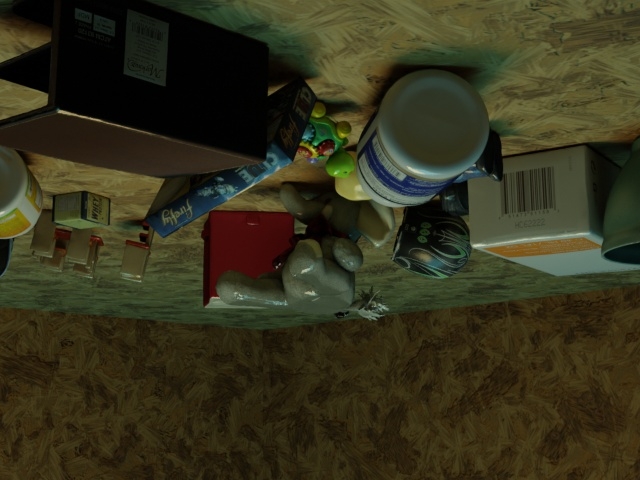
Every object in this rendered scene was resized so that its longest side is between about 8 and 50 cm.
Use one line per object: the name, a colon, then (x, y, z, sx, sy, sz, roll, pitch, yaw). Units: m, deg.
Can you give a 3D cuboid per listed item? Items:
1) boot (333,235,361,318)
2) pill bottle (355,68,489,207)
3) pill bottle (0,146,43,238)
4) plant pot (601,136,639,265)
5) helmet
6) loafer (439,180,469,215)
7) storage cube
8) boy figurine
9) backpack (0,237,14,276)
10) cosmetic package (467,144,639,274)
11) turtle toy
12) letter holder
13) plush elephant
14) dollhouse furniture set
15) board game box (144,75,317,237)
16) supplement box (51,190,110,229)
boot: (0.039, 0.060, 2.321, 0.091, 0.229, 0.263, -3, 169, 11)
pill bottle: (0.134, -0.135, 1.510, 0.153, 0.153, 0.265, 1, 170, -9)
pill bottle: (-0.553, -0.078, 1.798, 0.136, 0.136, 0.246, 0, 169, -6)
plant pot: (0.610, -0.076, 1.737, 0.293, 0.196, 0.293, -1, 169, 0)
helmet: (0.243, 0.005, 2.236, 0.161, 0.169, 0.169, 16, 169, 1)
loafer: (0.269, -0.089, 1.989, 0.078, 0.076, 0.223, -9, 172, 14)
storage cube: (-0.160, 0.047, 2.342, 0.215, 0.193, 0.183, 2, 169, -11)
boy figurine: (0.161, -0.120, 1.758, 0.285, 0.092, 0.177, -6, 168, 30)
backpack: (-0.702, 0.008, 2.145, 0.158, 0.173, 0.117, 0, 169, -10)
cosmetic package: (0.476, -0.042, 2.005, 0.230, 0.161, 0.453, -8, 168, 32)
turtle toy: (0.001, -0.147, 1.574, 0.130, 0.066, 0.095, 35, 157, -16)
letter holder: (-0.243, -0.178, 1.270, 0.214, 0.152, 0.302, -8, 167, 44)
plush elephant: (0.000, 0.000, 2.039, 0.330, 0.255, 0.272, 16, 152, -35)
dollhouse furniture set: (-0.511, 0.001, 2.352, 0.259, 0.135, 0.262, 12, 168, -5)
board game box: (-0.122, -0.114, 1.438, 0.243, 0.165, 0.042, -27, 118, 32)
supplement box: (-0.482, -0.060, 2.114, 0.083, 0.056, 0.083, -6, 168, 27)
